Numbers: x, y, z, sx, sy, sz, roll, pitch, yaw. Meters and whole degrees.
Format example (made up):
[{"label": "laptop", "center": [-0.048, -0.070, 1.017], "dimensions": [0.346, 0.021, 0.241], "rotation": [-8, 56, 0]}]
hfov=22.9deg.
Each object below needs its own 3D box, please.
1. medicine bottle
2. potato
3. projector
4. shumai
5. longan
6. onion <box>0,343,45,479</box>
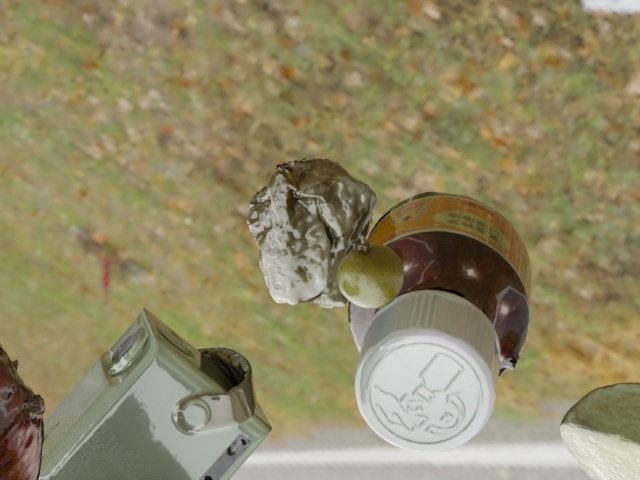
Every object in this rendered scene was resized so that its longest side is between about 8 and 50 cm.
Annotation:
[{"label": "medicine bottle", "center": [0.154, 0.108, 1.993], "dimensions": [0.242, 0.242, 0.395], "rotation": [35, -158, -12]}, {"label": "potato", "center": [0.393, 0.222, 1.702], "dimensions": [0.255, 0.112, 0.269], "rotation": [28, 151, 11]}, {"label": "projector", "center": [-0.182, 0.204, 1.732], "dimensions": [0.177, 0.242, 0.163], "rotation": [42, -178, -18]}, {"label": "shumai", "center": [0.003, -0.001, 2.162], "dimensions": [0.218, 0.183, 0.185], "rotation": [132, 122, -69]}, {"label": "longan", "center": [0.053, 0.032, 1.689], "dimensions": [0.075, 0.075, 0.083], "rotation": [17, 121, 50]}, {"label": "onion", "center": [-0.357, 0.145, 1.180], "dimensions": [0.313, 0.232, 0.314], "rotation": [6, 127, 9]}]
